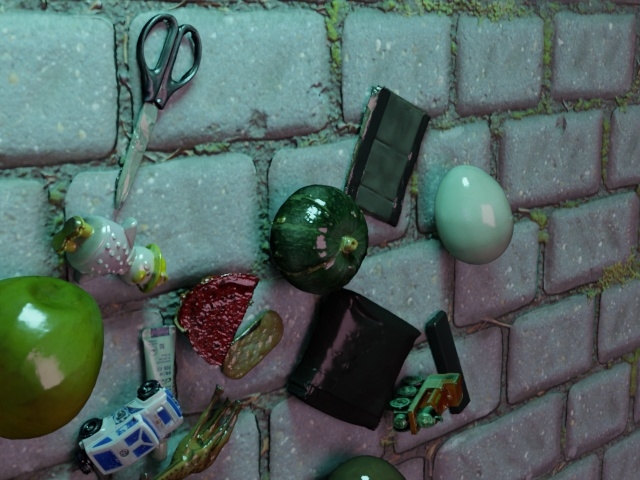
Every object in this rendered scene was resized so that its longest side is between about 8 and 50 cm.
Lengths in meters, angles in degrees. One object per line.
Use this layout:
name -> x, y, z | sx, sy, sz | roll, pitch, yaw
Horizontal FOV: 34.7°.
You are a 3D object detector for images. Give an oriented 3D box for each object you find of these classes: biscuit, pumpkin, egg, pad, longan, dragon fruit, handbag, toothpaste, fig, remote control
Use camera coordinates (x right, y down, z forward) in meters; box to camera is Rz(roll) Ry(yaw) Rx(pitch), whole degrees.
biscuit -> -0.114, 0.176, 1.736 | 0.147, 0.018, 0.071 | -43, 128, -32
pumpkin -> -0.001, -0.001, 1.721 | 0.190, 0.146, 0.190 | -48, 147, -46
egg -> 0.298, -0.051, 2.005 | 0.151, 0.151, 0.209 | -37, 122, -34
pad -> 0.121, -0.154, 1.901 | 0.174, 0.022, 0.233 | 19, 86, -46
longan -> 0.091, 0.488, 1.911 | 0.189, 0.189, 0.189 | -11, 106, -43
dragon fruit -> -0.178, 0.104, 1.621 | 0.106, 0.083, 0.162 | 20, 102, -27
handbag -> 0.070, 0.222, 1.886 | 0.247, 0.080, 0.223 | 33, 76, -43
toothpaste -> -0.251, 0.240, 1.601 | 0.062, 0.037, 0.216 | -7, 101, -40
fig -> -0.384, 0.137, 1.337 | 0.207, 0.207, 0.230 | 44, 44, -41
remote control -> 0.268, 0.256, 2.130 | 0.063, 0.025, 0.245 | -43, 126, -36

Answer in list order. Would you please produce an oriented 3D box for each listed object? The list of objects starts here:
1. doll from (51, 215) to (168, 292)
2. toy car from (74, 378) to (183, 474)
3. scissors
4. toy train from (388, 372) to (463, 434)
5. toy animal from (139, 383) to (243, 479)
doll -> -0.296, 0.023, 1.480 | 0.129, 0.081, 0.207 | -46, 138, 12
toy car -> -0.287, 0.288, 1.530 | 0.170, 0.070, 0.080 | -34, 124, -10
scissors -> -0.254, -0.187, 1.519 | 0.109, 0.022, 0.300 | 22, 84, -41
toy train -> 0.205, 0.316, 1.993 | 0.176, 0.118, 0.074 | -42, 125, -63
toy animal -> -0.208, 0.334, 1.607 | 0.275, 0.054, 0.149 | -43, 157, -40
